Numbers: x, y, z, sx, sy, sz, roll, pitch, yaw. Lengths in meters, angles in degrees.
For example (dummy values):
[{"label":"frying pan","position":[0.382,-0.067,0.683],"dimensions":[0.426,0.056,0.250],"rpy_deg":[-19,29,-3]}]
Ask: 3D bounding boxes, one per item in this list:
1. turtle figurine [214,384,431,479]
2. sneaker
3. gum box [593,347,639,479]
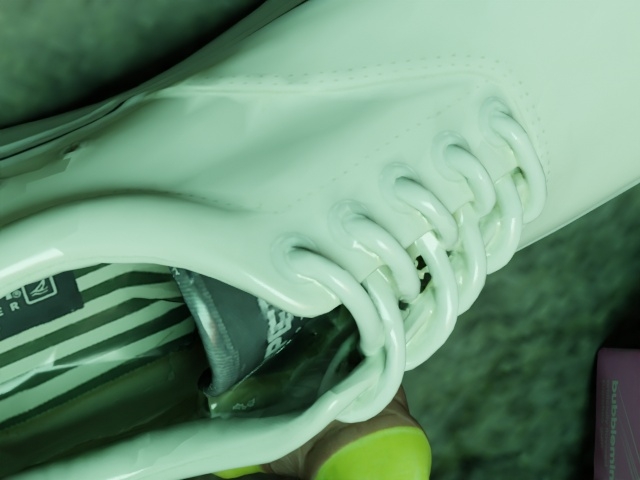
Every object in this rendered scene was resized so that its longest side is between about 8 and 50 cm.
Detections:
[{"label":"turtle figurine","position":[0.032,0.121,0.393],"dimensions":[0.087,0.217,0.269],"rpy_deg":[-30,136,3]},{"label":"sneaker","position":[0.000,0.000,0.387],"dimensions":[0.258,0.091,0.094],"rpy_deg":[-26,128,-7]},{"label":"gum box","position":[0.116,0.121,0.451],"dimensions":[0.062,0.107,0.188],"rpy_deg":[2,86,-13]}]
